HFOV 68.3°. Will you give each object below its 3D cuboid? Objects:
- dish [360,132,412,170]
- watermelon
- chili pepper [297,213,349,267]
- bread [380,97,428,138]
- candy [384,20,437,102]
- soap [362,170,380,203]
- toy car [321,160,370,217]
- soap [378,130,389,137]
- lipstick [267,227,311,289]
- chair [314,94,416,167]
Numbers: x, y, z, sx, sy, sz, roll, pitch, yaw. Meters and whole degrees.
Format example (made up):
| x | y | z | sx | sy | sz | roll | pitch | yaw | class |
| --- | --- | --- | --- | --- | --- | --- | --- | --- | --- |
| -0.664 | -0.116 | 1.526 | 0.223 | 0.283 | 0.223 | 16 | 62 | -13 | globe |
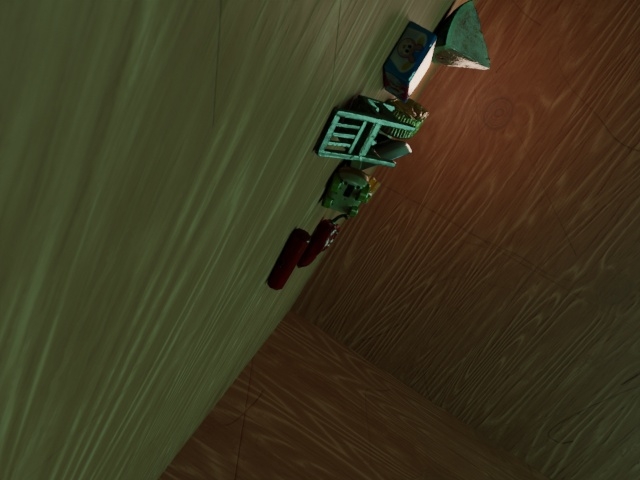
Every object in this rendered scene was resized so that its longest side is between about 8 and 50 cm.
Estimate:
| x | y | z | sx | sy | sz | roll | pitch | yaw | class |
| --- | --- | --- | --- | --- | --- | --- | --- | --- | --- |
| 0.236 | -0.387 | 1.999 | 0.273 | 0.133 | 0.273 | -21 | -174 | 2 | dish |
| 0.613 | -0.874 | 2.155 | 0.251 | 0.292 | 0.283 | -26 | 169 | -13 | watermelon |
| 0.000 | 0.000 | 2.370 | 0.387 | 0.110 | 0.110 | -53 | 177 | 17 | chili pepper |
| 0.345 | -0.517 | 2.009 | 0.250 | 0.179 | 0.133 | -48 | 165 | -54 | bread |
| 0.282 | -0.561 | 1.516 | 0.157 | 0.100 | 0.306 | -57 | 177 | 9 | candy |
| 0.243 | -0.301 | 2.643 | 0.073 | 0.140 | 0.232 | -60 | 175 | 31 | soap |
| 0.110 | -0.230 | 1.849 | 0.235 | 0.145 | 0.235 | -161 | -90 | -84 | toy car |
| 0.340 | -0.563 | 2.374 | 0.121 | 0.064 | 0.183 | -64 | 174 | 36 | soap |
| -0.118 | 0.074 | 1.748 | 0.279 | 0.073 | 0.073 | -60 | 175 | 36 | lipstick |
| 0.097 | -0.301 | 1.261 | 0.271 | 0.147 | 0.136 | 2 | 130 | -33 | chair |
